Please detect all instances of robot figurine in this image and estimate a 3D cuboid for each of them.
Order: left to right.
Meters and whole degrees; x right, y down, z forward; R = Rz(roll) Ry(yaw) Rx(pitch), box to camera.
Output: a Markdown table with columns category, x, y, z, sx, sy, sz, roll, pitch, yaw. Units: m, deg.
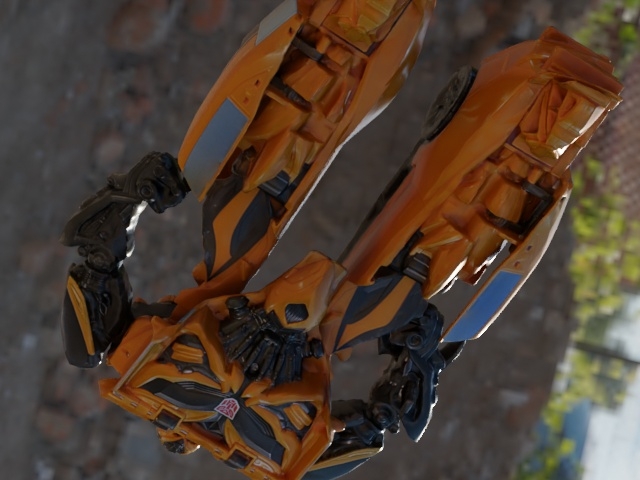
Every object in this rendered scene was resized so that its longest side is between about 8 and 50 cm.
| category | x | y | z | sx | sy | sz | roll | pitch | yaw |
| --- | --- | --- | --- | --- | --- | --- | --- | --- | --- |
| robot figurine | 0.000 | 0.000 | 0.855 | 0.291 | 0.211 | 0.085 | -55 | -166 | 21 |
